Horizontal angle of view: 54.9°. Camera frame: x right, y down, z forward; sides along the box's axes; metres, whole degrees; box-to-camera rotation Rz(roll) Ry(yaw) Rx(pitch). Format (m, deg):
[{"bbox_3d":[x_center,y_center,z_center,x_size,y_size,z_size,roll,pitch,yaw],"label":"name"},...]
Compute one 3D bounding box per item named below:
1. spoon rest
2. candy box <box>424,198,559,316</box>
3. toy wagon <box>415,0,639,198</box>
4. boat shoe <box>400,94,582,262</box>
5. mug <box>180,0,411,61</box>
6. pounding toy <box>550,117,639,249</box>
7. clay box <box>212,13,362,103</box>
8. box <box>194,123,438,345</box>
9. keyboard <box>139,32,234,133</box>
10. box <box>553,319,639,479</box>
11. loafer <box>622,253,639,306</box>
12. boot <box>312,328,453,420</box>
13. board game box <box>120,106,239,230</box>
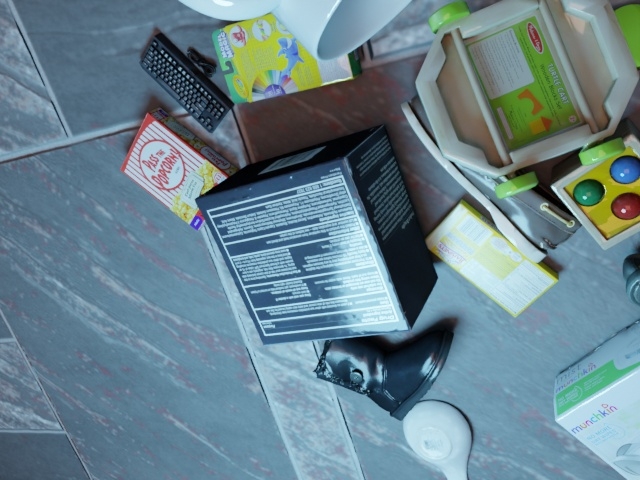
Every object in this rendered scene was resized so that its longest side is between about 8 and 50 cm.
[{"bbox_3d":[0.252,0.450,1.247,0.137,0.084,0.276,-13,97,26],"label":"spoon rest"},{"bbox_3d":[0.284,0.031,1.036,0.206,0.027,0.105,38,127,0],"label":"candy box"},{"bbox_3d":[0.310,-0.223,0.822,0.345,0.068,0.267,-21,87,8],"label":"toy wagon"},{"bbox_3d":[0.257,-0.110,0.926,0.324,0.116,0.097,46,114,-6],"label":"boat shoe"},{"bbox_3d":[-0.049,-0.410,0.751,0.328,0.374,0.276,48,161,3],"label":"mug"},{"bbox_3d":[0.468,-0.079,0.864,0.181,0.094,0.206,48,123,-6],"label":"pounding toy"},{"bbox_3d":[-0.056,-0.302,0.987,0.222,0.053,0.127,-5,113,26],"label":"clay box"},{"bbox_3d":[0.000,0.000,1.037,0.296,0.183,0.294,-11,110,31],"label":"box"},{"bbox_3d":[-0.233,-0.284,1.087,0.180,0.023,0.108,44,123,-5],"label":"keyboard"},{"bbox_3d":[0.557,0.256,0.985,0.231,0.126,0.262,40,124,-3],"label":"box"},{"bbox_3d":[0.584,0.058,0.897,0.268,0.084,0.096,6,127,8],"label":"loafer"},{"bbox_3d":[0.110,0.220,1.163,0.207,0.094,0.246,28,129,2],"label":"boot"},{"bbox_3d":[-0.267,-0.133,1.164,0.193,0.045,0.146,38,123,0],"label":"board game box"}]
